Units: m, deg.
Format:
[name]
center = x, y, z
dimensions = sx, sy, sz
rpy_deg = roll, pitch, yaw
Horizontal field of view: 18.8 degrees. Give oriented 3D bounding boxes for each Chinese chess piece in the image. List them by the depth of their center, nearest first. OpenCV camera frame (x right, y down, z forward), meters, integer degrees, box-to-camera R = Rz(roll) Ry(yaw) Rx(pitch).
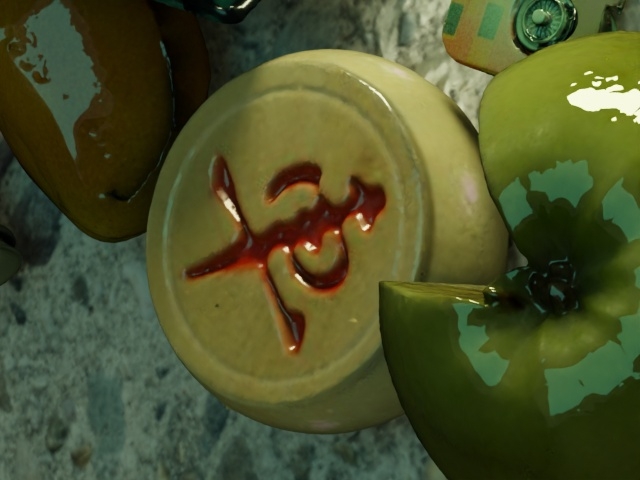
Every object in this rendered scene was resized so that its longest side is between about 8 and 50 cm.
[Chinese chess piece]
center = 0.000, 0.000, 1.256
dimensions = 0.251, 0.097, 0.251
rpy_deg = -5, 81, 34

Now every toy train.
[toy train]
center = 0.143, -0.171, 1.196
dimensions = 0.099, 0.072, 0.188
rpy_deg = 23, 97, 35

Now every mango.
[mango]
center = -0.160, -0.114, 1.372
dimensions = 0.166, 0.136, 0.236
rpy_deg = -19, 79, 27

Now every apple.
[apple]
center = 0.170, 0.032, 1.036
dimensions = 0.292, 0.254, 0.292
rpy_deg = -2, 86, 33

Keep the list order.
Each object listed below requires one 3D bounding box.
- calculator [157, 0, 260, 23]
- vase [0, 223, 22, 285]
[calculator]
center = -0.093, -0.268, 1.317
dimensions = 0.274, 0.058, 0.248
rpy_deg = 27, 65, 36
[vase]
center = -0.334, -0.110, 1.491
dimensions = 0.173, 0.173, 0.321
rpy_deg = -31, 73, 29
